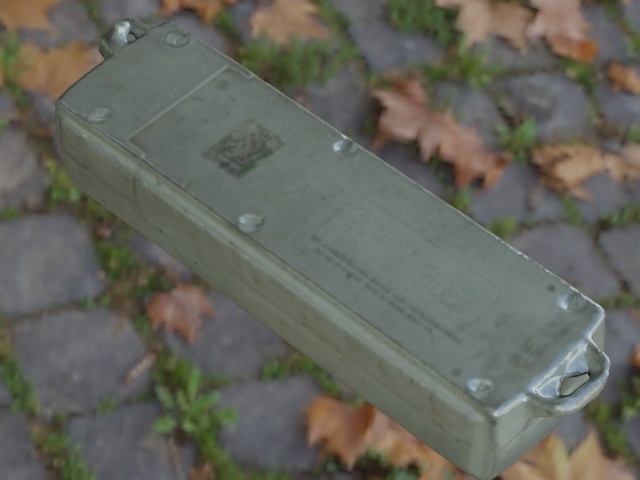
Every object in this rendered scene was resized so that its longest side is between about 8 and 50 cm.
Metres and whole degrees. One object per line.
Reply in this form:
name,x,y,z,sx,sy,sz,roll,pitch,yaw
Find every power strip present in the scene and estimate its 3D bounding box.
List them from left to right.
power strip,0.001,0.000,0.797,0.272,0.052,0.078,35,59,27
